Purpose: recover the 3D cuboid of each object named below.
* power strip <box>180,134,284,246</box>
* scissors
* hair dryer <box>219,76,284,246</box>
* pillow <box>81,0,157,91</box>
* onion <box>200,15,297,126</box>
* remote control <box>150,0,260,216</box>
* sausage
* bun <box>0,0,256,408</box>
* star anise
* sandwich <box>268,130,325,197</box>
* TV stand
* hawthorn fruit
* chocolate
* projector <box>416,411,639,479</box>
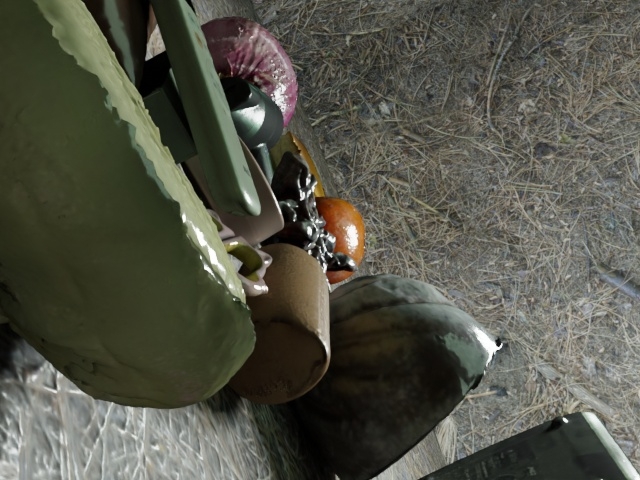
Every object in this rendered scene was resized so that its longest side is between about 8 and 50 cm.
[{"bbox_3d":[-0.115,-0.063,1.054,0.154,0.078,0.154,58,-9,15],"label":"power strip"},{"bbox_3d":[-0.137,0.012,0.823,0.160,0.024,0.317,39,14,9],"label":"scissors"},{"bbox_3d":[-0.111,-0.117,1.388,0.244,0.116,0.302,-11,84,-81],"label":"hair dryer"},{"bbox_3d":[-0.255,-0.316,0.846,0.305,0.108,0.307,-100,166,-60],"label":"pillow"},{"bbox_3d":[-0.133,-0.344,1.733,0.348,0.159,0.267,-89,157,-73],"label":"onion"},{"bbox_3d":[-0.126,-0.168,0.857,0.090,0.038,0.309,41,29,-77],"label":"remote control"},{"bbox_3d":[-0.050,0.093,0.964,0.253,0.123,0.123,-90,155,-75],"label":"sausage"},{"bbox_3d":[-0.154,-0.028,0.482,0.287,0.146,0.287,60,-8,14],"label":"bun"},{"bbox_3d":[-0.030,-0.003,1.322,0.282,0.129,0.212,-86,158,-44],"label":"star anise"},{"bbox_3d":[-0.071,-0.145,1.710,0.186,0.108,0.220,60,10,-45],"label":"sandwich"},{"bbox_3d":[-0.181,-0.154,0.952,0.269,0.088,0.082,-101,165,-66],"label":"TV stand"},{"bbox_3d":[0.000,0.000,1.533,0.173,0.173,0.172,-24,90,-84],"label":"hawthorn fruit"},{"bbox_3d":[0.067,0.166,1.149,0.213,0.303,0.303,49,6,3],"label":"chocolate"},{"bbox_3d":[0.336,0.491,1.368,0.242,0.405,0.395,64,7,-6],"label":"projector"}]
